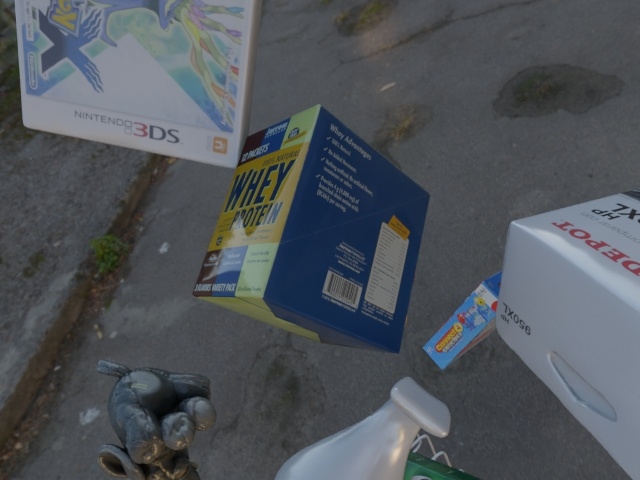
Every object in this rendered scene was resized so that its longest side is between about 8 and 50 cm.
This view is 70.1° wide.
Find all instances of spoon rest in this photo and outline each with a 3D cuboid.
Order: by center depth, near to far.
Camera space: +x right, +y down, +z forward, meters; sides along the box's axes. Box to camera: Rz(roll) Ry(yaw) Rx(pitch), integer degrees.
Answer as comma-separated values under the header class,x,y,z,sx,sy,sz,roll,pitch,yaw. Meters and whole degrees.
class,x,y,z,sx,sy,sz,roll,pitch,yaw
spoon rest,0.039,0.238,0.458,0.137,0.084,0.276,38,117,16

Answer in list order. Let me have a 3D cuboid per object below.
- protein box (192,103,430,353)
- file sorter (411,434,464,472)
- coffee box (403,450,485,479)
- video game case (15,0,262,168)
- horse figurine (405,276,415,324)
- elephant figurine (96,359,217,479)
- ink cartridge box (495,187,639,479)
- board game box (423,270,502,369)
class,x,y,z,sx,sy,sz,roll,pitch,yaw
protein box,0.000,0.000,0.522,0.136,0.199,0.201,-7,62,48
file sorter,0.283,0.650,1.215,0.173,0.193,0.277,-38,39,-14
coffee box,0.126,0.317,0.529,0.184,0.040,0.113,-8,72,51
video game case,-0.219,-0.273,0.540,0.299,0.329,0.036,12,20,5
horse figurine,0.123,0.118,0.915,0.066,0.264,0.174,-8,25,-30
elephant figurine,-0.265,0.327,0.728,0.169,0.240,0.186,1,38,-29
ink cartridge box,0.433,0.064,0.459,0.394,0.166,0.285,-14,31,-12
board game box,0.489,0.212,1.353,0.308,0.302,0.086,-15,54,-45
